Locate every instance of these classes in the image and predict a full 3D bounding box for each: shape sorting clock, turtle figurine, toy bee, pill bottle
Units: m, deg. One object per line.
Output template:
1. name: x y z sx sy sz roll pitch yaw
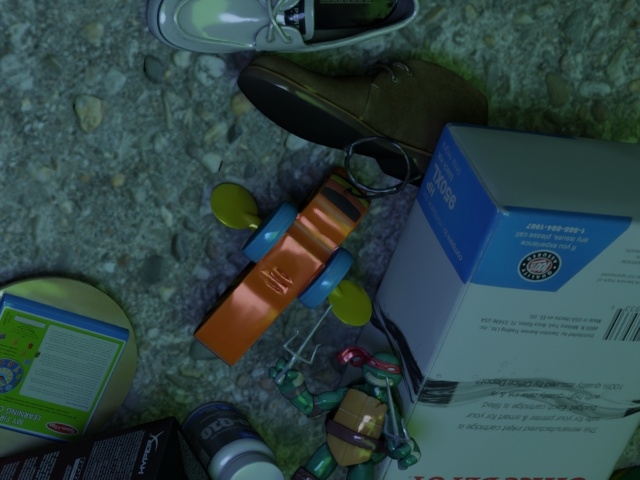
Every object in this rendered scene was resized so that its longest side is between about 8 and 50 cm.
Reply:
1. shape sorting clock: -0.284 0.128 1.632 0.206 0.040 0.206 -11 115 -24
2. turtle figurine: 0.032 0.191 1.609 0.118 0.175 0.234 13 96 -59
3. toy bee: 0.000 0.000 1.658 0.298 0.162 0.195 -24 105 21
4. pill bottle: -0.091 0.230 1.701 0.078 0.137 0.078 -9 112 -21

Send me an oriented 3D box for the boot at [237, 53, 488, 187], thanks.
1. boot: 0.049 -0.143 1.656 0.305 0.112 0.115 21 84 -35

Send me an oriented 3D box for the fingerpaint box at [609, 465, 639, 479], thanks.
1. fingerpaint box: 0.400 0.512 2.011 0.371 0.163 0.444 -7 112 -22

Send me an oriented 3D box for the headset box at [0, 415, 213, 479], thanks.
1. headset box: -0.237 0.318 1.627 0.293 0.110 0.218 -15 121 18

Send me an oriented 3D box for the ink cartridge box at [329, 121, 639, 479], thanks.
1. ink cartridge box: 0.212 0.093 1.709 0.285 0.166 0.395 5 125 -25

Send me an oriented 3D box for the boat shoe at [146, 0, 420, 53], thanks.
1. boat shoe: -0.032 -0.223 1.583 0.267 0.088 0.096 -3 111 -23
